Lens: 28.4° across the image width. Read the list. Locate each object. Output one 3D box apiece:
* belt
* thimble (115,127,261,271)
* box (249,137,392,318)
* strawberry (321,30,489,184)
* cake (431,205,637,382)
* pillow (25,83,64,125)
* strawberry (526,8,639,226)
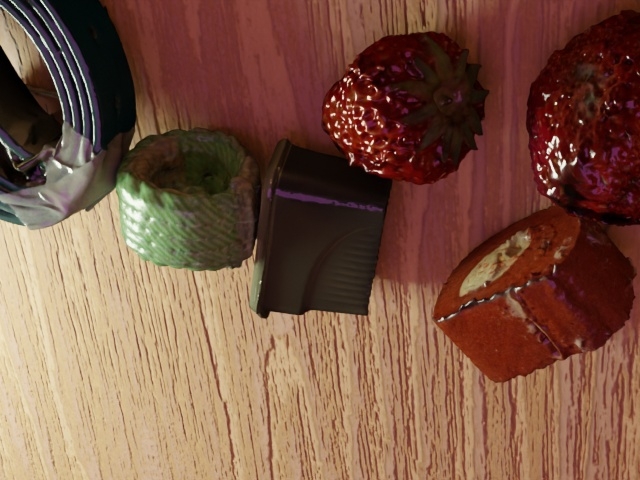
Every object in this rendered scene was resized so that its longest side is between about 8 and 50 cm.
[{"bbox_3d":[-0.442,-0.237,1.813,0.300,0.173,0.437,-21,109,22],"label":"belt"},{"bbox_3d":[-0.185,-0.055,1.838,0.219,0.219,0.150,12,127,15],"label":"thimble"},{"bbox_3d":[0.000,0.000,1.850,0.178,0.138,0.274,11,130,4],"label":"box"},{"bbox_3d":[0.090,-0.167,1.678,0.244,0.205,0.205,-6,123,50],"label":"strawberry"},{"bbox_3d":[0.299,0.069,1.749,0.151,0.177,0.283,47,133,-13],"label":"cake"},{"bbox_3d":[-0.450,-0.146,1.996,0.126,0.043,0.233,15,128,9],"label":"pillow"},{"bbox_3d":[0.372,-0.131,1.547,0.274,0.220,0.274,14,129,18],"label":"strawberry"}]
